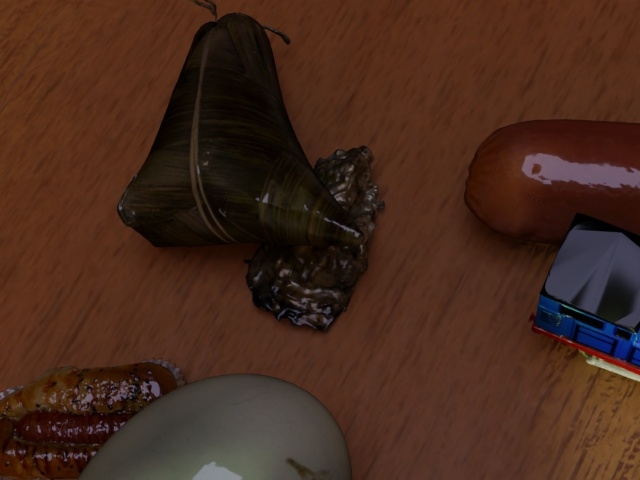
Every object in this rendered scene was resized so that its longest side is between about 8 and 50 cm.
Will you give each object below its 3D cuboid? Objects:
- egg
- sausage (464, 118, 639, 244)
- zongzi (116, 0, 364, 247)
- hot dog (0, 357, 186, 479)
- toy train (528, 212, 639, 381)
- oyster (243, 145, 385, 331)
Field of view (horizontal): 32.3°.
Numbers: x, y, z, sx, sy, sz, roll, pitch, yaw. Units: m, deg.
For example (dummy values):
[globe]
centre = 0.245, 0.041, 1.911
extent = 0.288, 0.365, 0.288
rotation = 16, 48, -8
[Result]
[egg]
centre = -0.095, 0.212, 0.821
extent = 0.264, 0.183, 0.183
rotation = -39, 67, -4
[sausage]
centre = 0.253, -0.046, 0.935
extent = 0.259, 0.113, 0.114
rotation = 3, 66, 8
[zongzi]
centre = -0.036, -0.103, 0.972
extent = 0.241, 0.111, 0.248
rotation = 3, 64, 29
[hot dog]
centre = -0.204, 0.154, 0.932
extent = 0.192, 0.053, 0.099
rotation = -9, 61, 1
[toy train]
centre = 0.272, 0.067, 0.867
extent = 0.204, 0.131, 0.083
rotation = 23, 70, 16
[oyster]
centre = 0.002, -0.007, 0.983
extent = 0.105, 0.056, 0.177
rotation = 30, 77, 27
